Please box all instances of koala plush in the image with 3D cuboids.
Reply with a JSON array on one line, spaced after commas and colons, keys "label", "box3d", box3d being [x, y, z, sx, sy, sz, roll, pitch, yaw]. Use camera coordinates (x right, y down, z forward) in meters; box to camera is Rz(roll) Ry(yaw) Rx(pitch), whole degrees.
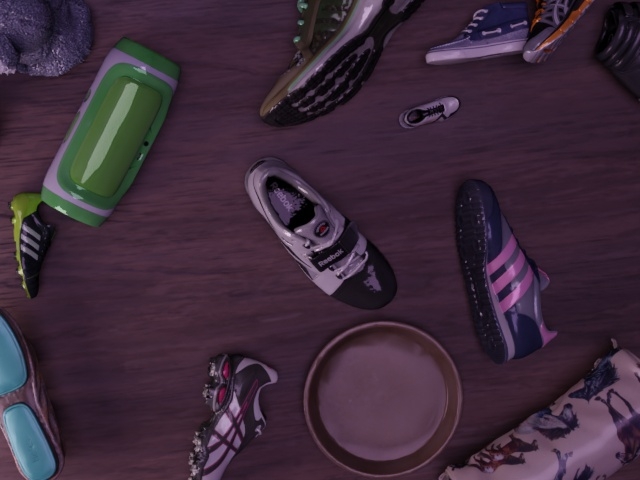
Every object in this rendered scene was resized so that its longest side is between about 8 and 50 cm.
[{"label": "koala plush", "box3d": [-0.465, -0.348, 1.793, 0.203, 0.221, 0.196, 23, 93, -5]}]

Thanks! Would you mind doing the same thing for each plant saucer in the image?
[{"label": "plant saucer", "box3d": [0.108, 0.273, 1.975, 0.278, 0.041, 0.277, 0, 96, -4]}]

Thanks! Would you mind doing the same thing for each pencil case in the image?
[{"label": "pencil case", "box3d": [0.401, 0.350, 1.943, 0.410, 0.183, 0.160, -35, 124, 1]}]

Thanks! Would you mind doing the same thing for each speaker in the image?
[{"label": "speaker", "box3d": [-0.341, -0.176, 1.865, 0.131, 0.131, 0.296, 28, 93, -5]}]

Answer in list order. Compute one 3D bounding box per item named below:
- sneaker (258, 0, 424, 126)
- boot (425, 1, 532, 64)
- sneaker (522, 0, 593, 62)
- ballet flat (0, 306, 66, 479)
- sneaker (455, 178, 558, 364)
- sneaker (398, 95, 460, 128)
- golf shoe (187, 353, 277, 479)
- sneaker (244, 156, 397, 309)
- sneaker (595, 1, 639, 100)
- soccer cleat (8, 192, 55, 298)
[{"label": "sneaker", "box3d": [0.020, -0.369, 1.890, 0.182, 0.158, 0.410, 41, 94, 25]}, {"label": "boot", "box3d": [0.263, -0.348, 1.921, 0.190, 0.069, 0.086, -10, 91, -11]}, {"label": "sneaker", "box3d": [0.390, -0.380, 1.903, 0.083, 0.084, 0.215, 37, 66, 4]}, {"label": "ballet flat", "box3d": [-0.504, 0.250, 1.903, 0.108, 0.106, 0.316, -15, 95, 5]}, {"label": "sneaker", "box3d": [0.318, 0.043, 1.948, 0.131, 0.112, 0.319, -14, 99, -19]}, {"label": "sneaker", "box3d": [0.188, -0.216, 1.935, 0.109, 0.044, 0.040, -21, 94, -3]}, {"label": "golf shoe", "box3d": [-0.154, 0.329, 1.935, 0.120, 0.105, 0.272, 13, 95, -12]}, {"label": "sneaker", "box3d": [0.000, 0.000, 1.894, 0.330, 0.146, 0.122, 43, 90, -7]}, {"label": "sneaker", "box3d": [0.574, -0.388, 1.910, 0.147, 0.104, 0.295, 31, 97, -11]}, {"label": "soccer cleat", "box3d": [-0.477, 0.008, 1.909, 0.072, 0.060, 0.178, -6, 95, -16]}]
